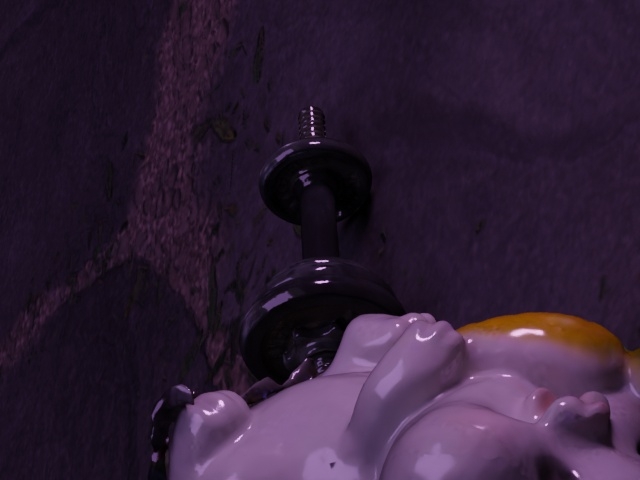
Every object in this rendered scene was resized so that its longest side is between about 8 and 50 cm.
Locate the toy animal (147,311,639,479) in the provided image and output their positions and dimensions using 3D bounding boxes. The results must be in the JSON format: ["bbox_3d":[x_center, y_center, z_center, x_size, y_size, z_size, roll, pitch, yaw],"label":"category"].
[{"bbox_3d":[0.069,0.148,0.970,0.310,0.183,0.247,14,85,42],"label":"toy animal"}]

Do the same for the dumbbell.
[{"bbox_3d":[0.000,0.000,1.289,0.110,0.110,0.255,-52,28,38],"label":"dumbbell"}]
